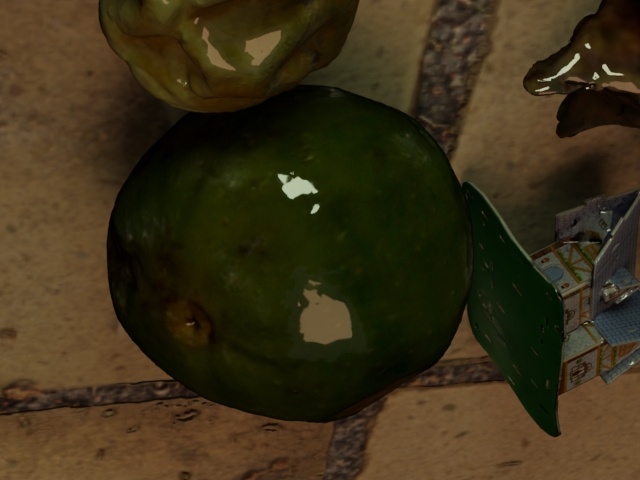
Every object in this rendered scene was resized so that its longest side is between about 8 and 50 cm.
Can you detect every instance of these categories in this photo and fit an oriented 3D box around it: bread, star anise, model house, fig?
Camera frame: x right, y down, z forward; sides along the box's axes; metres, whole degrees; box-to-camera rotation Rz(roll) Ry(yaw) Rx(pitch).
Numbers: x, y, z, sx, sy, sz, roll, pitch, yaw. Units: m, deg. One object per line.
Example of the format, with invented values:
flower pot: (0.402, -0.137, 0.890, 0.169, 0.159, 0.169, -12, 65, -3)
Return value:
bread: (-0.032, -0.167, 0.857, 0.152, 0.130, 0.268, -40, 159, -28)
star anise: (0.235, -0.122, 1.002, 0.288, 0.088, 0.288, -15, 164, -4)
model house: (0.153, 0.027, 1.193, 0.088, 0.117, 0.167, -25, 142, -13)
fig: (0.000, 0.000, 1.070, 0.195, 0.195, 0.245, -43, 169, 31)
